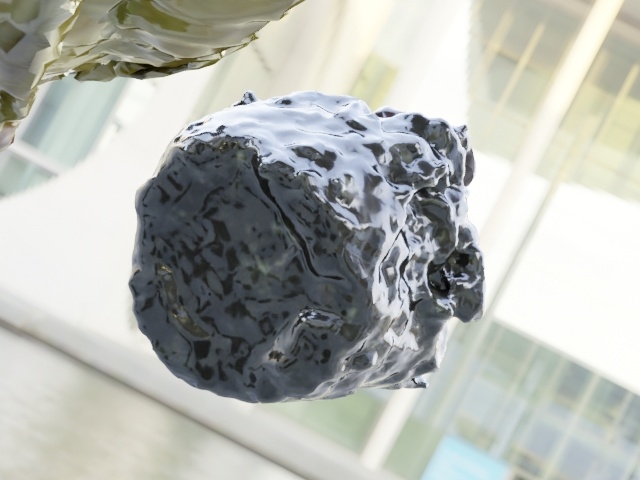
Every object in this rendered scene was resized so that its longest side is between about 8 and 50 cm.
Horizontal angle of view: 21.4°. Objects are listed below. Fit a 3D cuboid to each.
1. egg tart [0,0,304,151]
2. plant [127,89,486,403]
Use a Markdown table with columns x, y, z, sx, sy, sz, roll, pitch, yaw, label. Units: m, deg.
| x | y | z | sx | sy | sz | roll | pitch | yaw | label |
| --- | --- | --- | --- | --- | --- | --- | --- | --- | --- |
| -0.002 | -0.131 | 0.433 | 0.095 | 0.279 | 0.279 | 36 | -5 | -5 | egg tart |
| 0.000 | 0.000 | 1.032 | 0.204 | 0.178 | 0.234 | 10 | 13 | 26 | plant |
